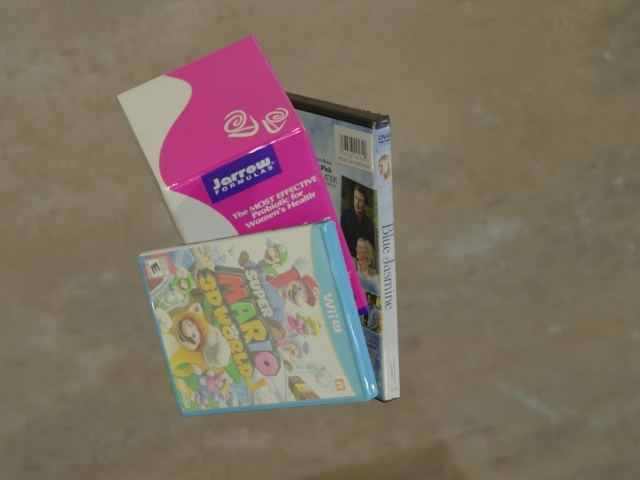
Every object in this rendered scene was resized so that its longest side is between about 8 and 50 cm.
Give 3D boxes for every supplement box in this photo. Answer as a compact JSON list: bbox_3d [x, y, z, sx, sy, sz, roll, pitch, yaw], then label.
[{"bbox_3d":[-0.054,-0.025,1.314,0.111,0.114,0.220,-25,138,-4],"label":"supplement box"}]

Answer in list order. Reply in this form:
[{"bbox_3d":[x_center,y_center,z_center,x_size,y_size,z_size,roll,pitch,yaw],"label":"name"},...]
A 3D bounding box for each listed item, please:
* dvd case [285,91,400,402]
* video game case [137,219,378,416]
[{"bbox_3d":[0.000,0.000,1.559,0.022,0.180,0.253,-17,113,-36],"label":"dvd case"},{"bbox_3d":[-0.044,0.055,1.186,0.166,0.119,0.015,-9,-171,38],"label":"video game case"}]
